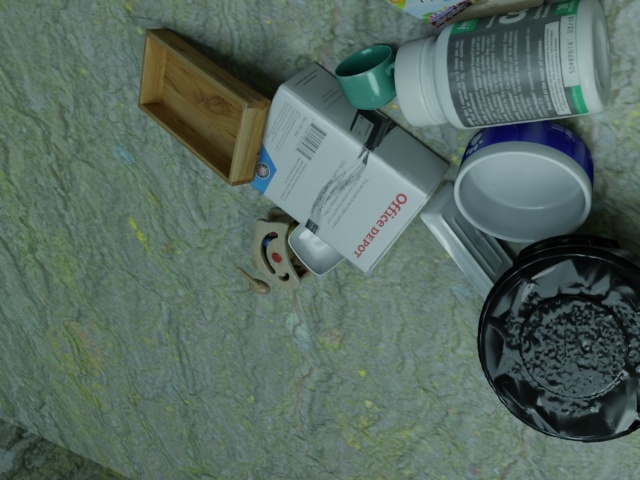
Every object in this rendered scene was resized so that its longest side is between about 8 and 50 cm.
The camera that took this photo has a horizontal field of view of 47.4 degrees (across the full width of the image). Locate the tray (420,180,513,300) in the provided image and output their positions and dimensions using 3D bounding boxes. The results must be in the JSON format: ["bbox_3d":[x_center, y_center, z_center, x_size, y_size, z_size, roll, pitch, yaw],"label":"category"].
[{"bbox_3d":[0.341,0.005,1.614,0.270,0.145,0.030,51,142,-10],"label":"tray"}]

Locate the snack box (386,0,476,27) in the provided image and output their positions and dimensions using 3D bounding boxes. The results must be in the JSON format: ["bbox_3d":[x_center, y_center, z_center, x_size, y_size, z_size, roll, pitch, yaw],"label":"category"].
[{"bbox_3d":[0.230,-0.478,1.281,0.207,0.175,0.070,-28,66,37],"label":"snack box"}]

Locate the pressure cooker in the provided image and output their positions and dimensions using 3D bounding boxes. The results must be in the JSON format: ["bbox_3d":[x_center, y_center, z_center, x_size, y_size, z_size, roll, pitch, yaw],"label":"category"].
[{"bbox_3d":[0.528,0.186,1.468,0.370,0.420,0.375,35,106,22],"label":"pressure cooker"}]

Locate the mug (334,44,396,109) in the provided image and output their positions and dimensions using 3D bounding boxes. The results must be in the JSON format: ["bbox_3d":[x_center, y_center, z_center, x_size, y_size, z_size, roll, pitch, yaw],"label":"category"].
[{"bbox_3d":[0.110,-0.328,1.516,0.130,0.157,0.097,-28,122,0],"label":"mug"}]

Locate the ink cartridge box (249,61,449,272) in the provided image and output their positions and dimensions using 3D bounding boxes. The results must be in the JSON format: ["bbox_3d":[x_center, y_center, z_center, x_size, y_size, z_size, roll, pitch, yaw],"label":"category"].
[{"bbox_3d":[0.046,-0.160,1.659,0.395,0.166,0.285,38,133,3],"label":"ink cartridge box"}]

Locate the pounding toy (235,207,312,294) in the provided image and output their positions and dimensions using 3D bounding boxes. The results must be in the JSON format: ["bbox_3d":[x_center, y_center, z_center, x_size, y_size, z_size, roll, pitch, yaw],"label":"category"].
[{"bbox_3d":[-0.116,0.057,1.910,0.154,0.155,0.269,25,130,19],"label":"pounding toy"}]

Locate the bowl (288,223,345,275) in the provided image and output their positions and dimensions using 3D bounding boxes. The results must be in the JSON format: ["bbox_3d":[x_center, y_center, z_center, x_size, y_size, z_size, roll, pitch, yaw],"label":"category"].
[{"bbox_3d":[0.000,0.000,1.840,0.142,0.053,0.142,-40,103,-3],"label":"bowl"}]

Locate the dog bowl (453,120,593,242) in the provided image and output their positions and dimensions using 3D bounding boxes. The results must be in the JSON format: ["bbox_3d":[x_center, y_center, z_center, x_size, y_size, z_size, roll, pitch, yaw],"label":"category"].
[{"bbox_3d":[0.410,-0.117,1.469,0.265,0.104,0.265,14,144,10],"label":"dog bowl"}]

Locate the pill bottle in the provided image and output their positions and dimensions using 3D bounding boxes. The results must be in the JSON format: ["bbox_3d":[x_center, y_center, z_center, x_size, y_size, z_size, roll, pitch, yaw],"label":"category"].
[{"bbox_3d":[0.336,-0.316,1.358,0.361,0.204,0.204,-3,119,31],"label":"pill bottle"}]

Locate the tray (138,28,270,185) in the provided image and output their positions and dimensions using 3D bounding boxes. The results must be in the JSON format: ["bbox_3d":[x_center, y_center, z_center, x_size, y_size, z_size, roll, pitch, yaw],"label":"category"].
[{"bbox_3d":[-0.280,-0.316,1.688,0.411,0.076,0.202,39,129,33],"label":"tray"}]

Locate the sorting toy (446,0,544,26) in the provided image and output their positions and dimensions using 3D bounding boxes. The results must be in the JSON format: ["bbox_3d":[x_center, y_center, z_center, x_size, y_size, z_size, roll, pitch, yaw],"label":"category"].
[{"bbox_3d":[0.305,-0.518,1.354,0.193,0.038,0.208,-2,115,31],"label":"sorting toy"}]
